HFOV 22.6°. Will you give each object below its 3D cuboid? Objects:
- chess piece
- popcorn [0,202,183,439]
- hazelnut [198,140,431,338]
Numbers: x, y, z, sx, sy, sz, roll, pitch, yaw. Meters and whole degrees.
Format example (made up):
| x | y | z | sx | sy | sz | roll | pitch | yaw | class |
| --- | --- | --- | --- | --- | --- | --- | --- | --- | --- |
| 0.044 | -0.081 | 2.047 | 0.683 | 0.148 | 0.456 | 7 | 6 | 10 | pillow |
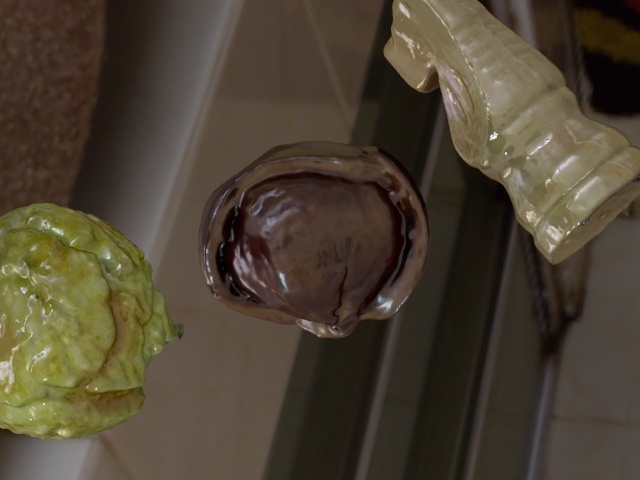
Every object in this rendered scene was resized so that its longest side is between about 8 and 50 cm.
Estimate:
| x | y | z | sx | sy | sz | roll | pitch | yaw | class |
| --- | --- | --- | --- | --- | --- | --- | --- | --- | --- |
| 0.173 | -0.129 | 1.516 | 0.301 | 0.137 | 0.137 | 50 | 150 | 13 | chess piece |
| -0.203 | 0.058 | 1.287 | 0.198 | 0.212 | 0.198 | 2 | 106 | 8 | popcorn |
| -0.002 | -0.007 | 1.424 | 0.202 | 0.160 | 0.170 | -6 | 129 | 19 | hazelnut |
